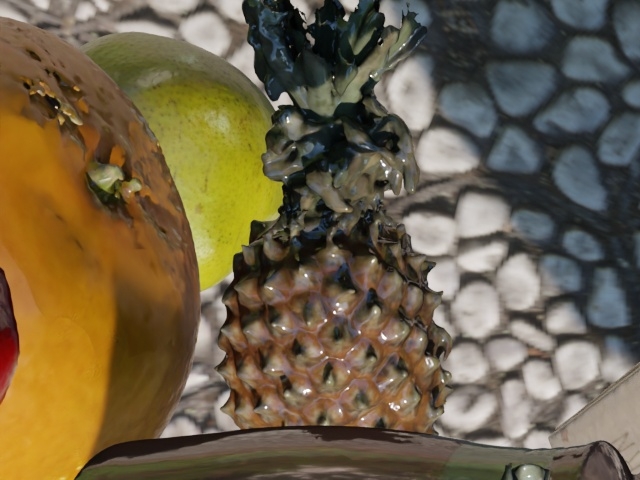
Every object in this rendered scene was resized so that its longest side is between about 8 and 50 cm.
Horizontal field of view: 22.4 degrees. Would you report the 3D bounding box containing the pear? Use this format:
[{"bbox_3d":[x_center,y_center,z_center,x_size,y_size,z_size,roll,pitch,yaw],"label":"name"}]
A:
[{"bbox_3d":[-0.179,-0.081,1.704,0.294,0.294,0.294,-1,88,19],"label":"pear"}]

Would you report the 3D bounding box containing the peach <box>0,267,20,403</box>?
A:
[{"bbox_3d":[-0.295,0.074,0.949,0.226,0.190,0.196,-32,41,18],"label":"peach"}]

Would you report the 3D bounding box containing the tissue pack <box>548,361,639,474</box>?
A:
[{"bbox_3d":[0.294,0.150,1.190,0.071,0.325,0.170,-30,77,-27],"label":"tissue pack"}]

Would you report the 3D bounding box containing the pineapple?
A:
[{"bbox_3d":[0.000,0.000,1.095,0.175,0.175,0.361,1,118,19],"label":"pineapple"}]

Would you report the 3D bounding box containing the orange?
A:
[{"bbox_3d":[-0.271,0.018,1.231,0.326,0.424,0.424,-29,79,20],"label":"orange"}]

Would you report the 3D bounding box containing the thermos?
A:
[{"bbox_3d":[0.027,0.159,0.768,0.265,0.176,0.146,-11,53,27],"label":"thermos"}]
